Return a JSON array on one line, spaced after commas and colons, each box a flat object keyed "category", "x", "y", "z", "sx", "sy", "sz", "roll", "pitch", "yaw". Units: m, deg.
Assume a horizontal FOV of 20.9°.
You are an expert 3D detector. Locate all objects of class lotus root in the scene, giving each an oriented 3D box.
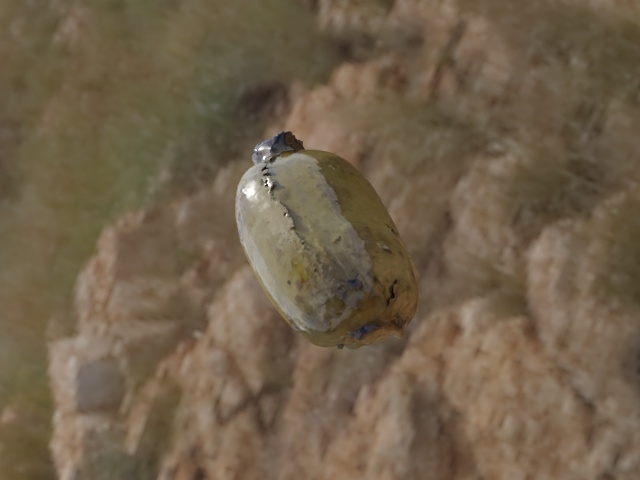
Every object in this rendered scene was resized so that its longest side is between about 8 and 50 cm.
[{"category": "lotus root", "x": 0.000, "y": 0.000, "z": 1.793, "sx": 0.146, "sy": 0.160, "sz": 0.284, "roll": -41, "pitch": 55, "yaw": 20}]
